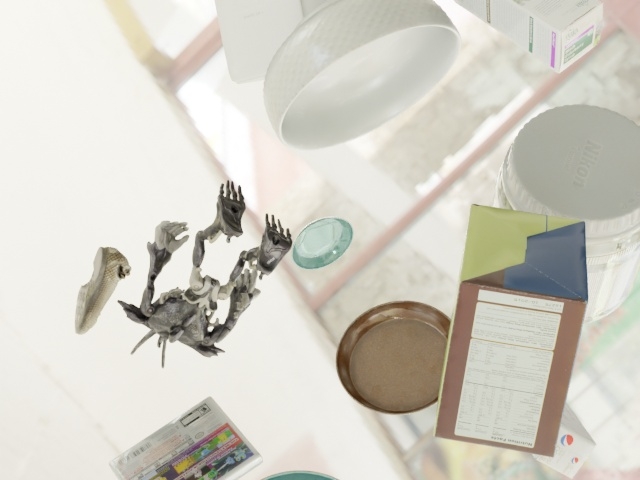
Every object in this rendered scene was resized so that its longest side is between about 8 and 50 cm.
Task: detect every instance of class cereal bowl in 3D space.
[{"bbox_3d":[0.050,-0.295,2.055,0.141,0.339,0.339,61,-165,19],"label":"cereal bowl"}]

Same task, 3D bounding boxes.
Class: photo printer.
[{"bbox_3d":[-0.085,-0.445,2.250,0.107,0.256,0.307,-16,-81,-40],"label":"photo printer"}]

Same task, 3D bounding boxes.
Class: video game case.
[{"bbox_3d":[-0.217,0.354,2.027,0.183,0.201,0.023,40,157,49],"label":"video game case"}]

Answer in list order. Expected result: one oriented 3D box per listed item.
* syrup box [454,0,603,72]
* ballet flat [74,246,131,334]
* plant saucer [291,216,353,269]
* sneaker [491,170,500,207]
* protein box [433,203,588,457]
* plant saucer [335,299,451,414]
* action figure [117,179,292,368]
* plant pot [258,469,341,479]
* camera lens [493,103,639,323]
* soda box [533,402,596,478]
[{"bbox_3d":[0.321,-0.372,1.988,0.237,0.093,0.096,42,159,29],"label":"syrup box"},{"bbox_3d":[-0.367,0.087,2.129,0.058,0.250,0.084,6,-125,-21],"label":"ballet flat"},{"bbox_3d":[0.000,0.000,2.206,0.119,0.119,0.021,34,-162,-49],"label":"plant saucer"},{"bbox_3d":[0.303,-0.008,2.019,0.090,0.235,0.095,1,-177,-1],"label":"sneaker"},{"bbox_3d":[0.214,0.097,1.427,0.136,0.201,0.200,9,-152,6],"label":"protein box"},{"bbox_3d":[0.105,0.156,1.651,0.168,0.168,0.029,54,170,35],"label":"plant saucer"},{"bbox_3d":[-0.149,0.049,1.646,0.164,0.275,0.141,32,-142,-16],"label":"action figure"},{"bbox_3d":[-0.043,0.533,2.087,0.290,0.290,0.195,48,164,7],"label":"plant pot"},{"bbox_3d":[0.349,-0.028,1.774,0.219,0.219,0.274,52,161,29],"label":"camera lens"},{"bbox_3d":[0.350,0.280,1.979,0.074,0.069,0.216,30,-168,-15],"label":"soda box"}]
